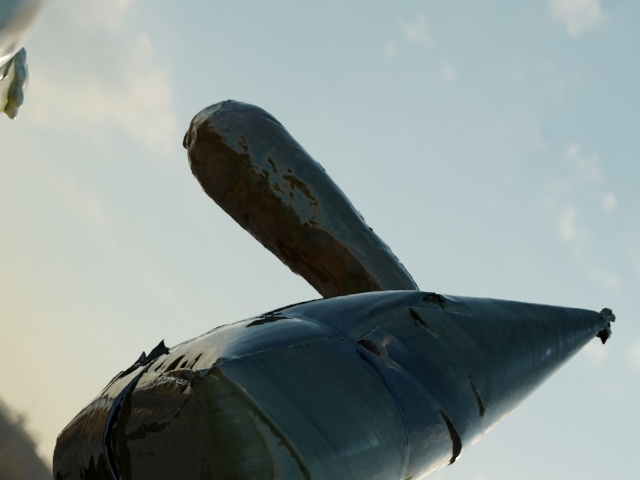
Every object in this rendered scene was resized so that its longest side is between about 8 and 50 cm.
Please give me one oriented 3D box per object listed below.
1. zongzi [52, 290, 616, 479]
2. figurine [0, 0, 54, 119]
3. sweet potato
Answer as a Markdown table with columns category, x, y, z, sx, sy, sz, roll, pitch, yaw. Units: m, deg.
| category | x | y | z | sx | sy | sz | roll | pitch | yaw |
| --- | --- | --- | --- | --- | --- | --- | --- | --- | --- |
| zongzi | -0.003 | 0.083 | 0.772 | 0.221 | 0.242 | 0.112 | -17 | -88 | 55 |
| figurine | -0.272 | -0.124 | 0.999 | 0.227 | 0.274 | 0.394 | 11 | -11 | -8 |
| sweet potato | 0.000 | 0.000 | 0.992 | 0.273 | 0.075 | 0.075 | 48 | -16 | 25 |
